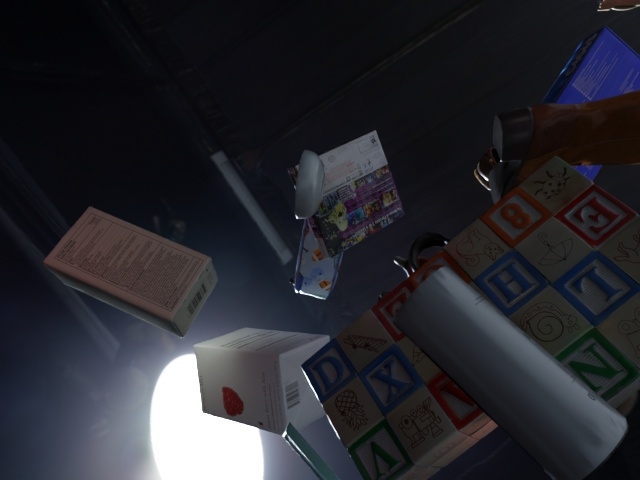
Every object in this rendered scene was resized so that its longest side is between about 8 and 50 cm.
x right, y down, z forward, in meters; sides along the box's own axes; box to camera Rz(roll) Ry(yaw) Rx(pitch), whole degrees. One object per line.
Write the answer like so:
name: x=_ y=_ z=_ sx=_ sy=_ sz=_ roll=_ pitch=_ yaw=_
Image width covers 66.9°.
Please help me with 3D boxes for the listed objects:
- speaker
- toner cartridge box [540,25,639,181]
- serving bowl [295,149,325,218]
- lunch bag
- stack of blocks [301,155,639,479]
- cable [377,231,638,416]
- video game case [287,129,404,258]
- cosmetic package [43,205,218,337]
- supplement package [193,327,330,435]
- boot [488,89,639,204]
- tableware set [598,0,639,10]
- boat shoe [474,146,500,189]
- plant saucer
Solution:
speaker: x=0.111 y=0.078 z=0.302 sx=0.136 sy=0.055 sz=0.055 roll=44 pitch=-173 yaw=23
toner cartridge box: x=0.567 y=-0.272 z=1.049 sx=0.165 sy=0.348 sz=0.075 roll=37 pitch=170 yaw=-6
serving bowl: x=-0.010 y=-0.066 z=0.584 sx=0.083 sy=0.027 sz=0.084 roll=6 pitch=-90 yaw=-85
lunch bag: x=0.000 y=0.000 z=1.297 sx=0.114 sy=0.304 sz=0.243 roll=13 pitch=-170 yaw=-3
stack of blocks: x=0.151 y=0.092 z=0.416 sx=0.171 sy=0.297 sz=0.087 roll=54 pitch=-173 yaw=36
cable: x=0.185 y=0.081 z=0.524 sx=0.287 sy=0.140 sz=0.072 roll=17 pitch=174 yaw=33
video game case: x=0.064 y=-0.104 z=1.062 sx=0.041 sy=0.232 sz=0.210 roll=1 pitch=117 yaw=58
cosmetic package: x=-0.397 y=0.066 z=1.040 sx=0.309 sy=0.160 sz=0.113 roll=22 pitch=151 yaw=11
supplement package: x=-0.134 y=0.318 z=1.141 sx=0.175 sy=0.292 sz=0.178 roll=-10 pitch=-86 yaw=-50
boot: x=0.442 y=-0.137 z=0.835 sx=0.096 sy=0.280 sz=0.264 roll=-88 pitch=-13 yaw=-47
tableware set: x=0.417 y=-0.400 z=0.676 sx=0.141 sy=0.169 sz=0.020 roll=33 pitch=-175 yaw=37
boat shoe: x=0.407 y=-0.108 z=0.995 sx=0.073 sy=0.073 sz=0.207 roll=-27 pitch=-118 yaw=-34
plant saucer: x=0.009 y=0.366 z=0.753 sx=0.192 sy=0.018 sz=0.067 roll=44 pitch=154 yaw=15
